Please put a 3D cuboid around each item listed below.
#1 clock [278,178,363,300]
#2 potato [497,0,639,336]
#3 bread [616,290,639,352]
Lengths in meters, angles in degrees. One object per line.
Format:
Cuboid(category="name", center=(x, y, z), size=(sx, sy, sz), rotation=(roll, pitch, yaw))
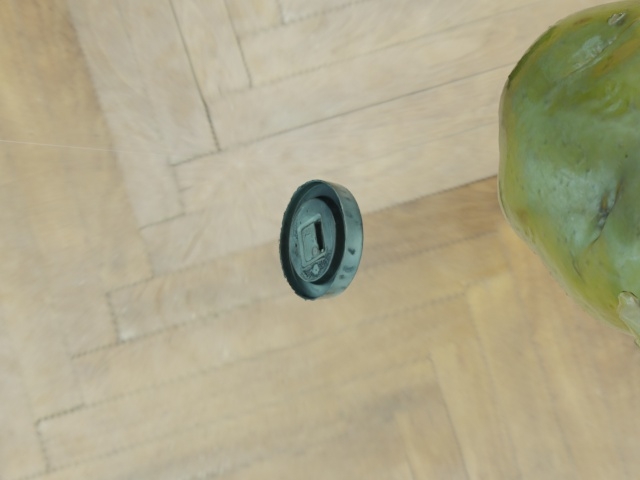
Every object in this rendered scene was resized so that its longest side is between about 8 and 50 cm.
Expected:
Cuboid(category="clock", center=(0.000, 0.000, 1.178), size=(0.017, 0.085, 0.085), rotation=(5, 93, -34))
Cuboid(category="potato", center=(0.175, -0.033, 0.874), size=(0.137, 0.200, 0.155), rotation=(-24, 131, -22))
Cuboid(category="bread", center=(0.226, -0.012, 0.529), size=(0.274, 0.274, 0.149), rotation=(-28, 67, -1))
